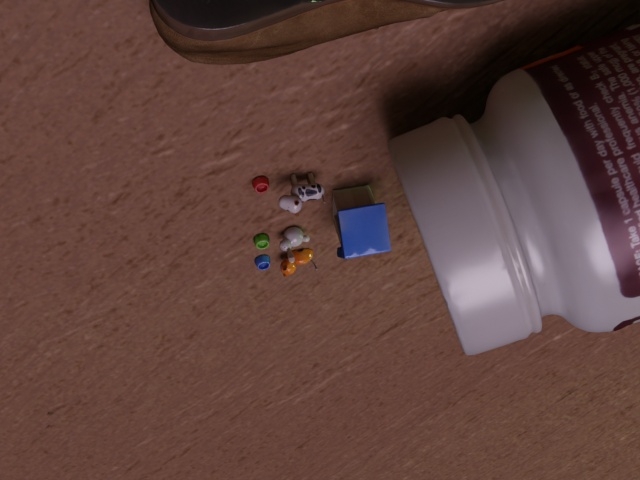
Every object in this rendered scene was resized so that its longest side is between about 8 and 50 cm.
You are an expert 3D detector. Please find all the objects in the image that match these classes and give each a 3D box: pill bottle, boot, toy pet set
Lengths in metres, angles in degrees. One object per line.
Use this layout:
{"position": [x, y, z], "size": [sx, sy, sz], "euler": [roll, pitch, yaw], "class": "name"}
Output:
{"position": [0.267, -0.061, 0.835], "size": [0.392, 0.224, 0.224], "euler": [-20, 140, 5], "class": "pill bottle"}
{"position": [0.030, -0.190, 0.731], "size": [0.305, 0.112, 0.115], "euler": [-13, 171, -11], "class": "boot"}
{"position": [0.000, 0.000, 0.942], "size": [0.114, 0.065, 0.122], "euler": [-9, 141, -8], "class": "toy pet set"}
